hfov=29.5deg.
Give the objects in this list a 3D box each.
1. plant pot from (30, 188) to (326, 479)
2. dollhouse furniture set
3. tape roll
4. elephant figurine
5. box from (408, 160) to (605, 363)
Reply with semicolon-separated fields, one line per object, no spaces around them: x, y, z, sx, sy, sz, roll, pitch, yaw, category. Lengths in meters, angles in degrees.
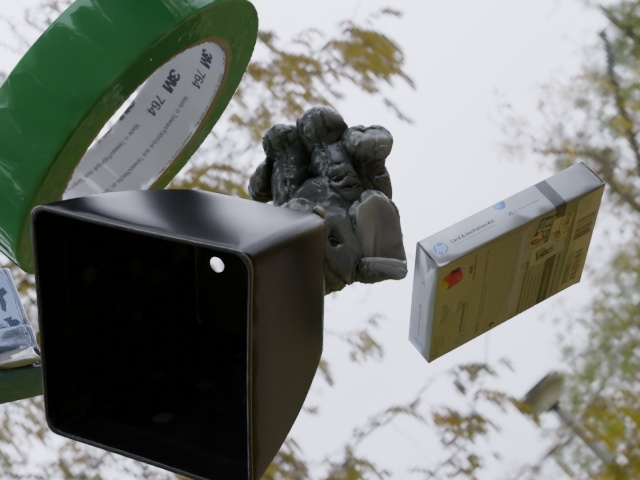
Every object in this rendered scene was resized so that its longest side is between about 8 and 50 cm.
-0.091;0.053;0.931;0.167;0.188;0.187;-34;-50;-56;plant pot
-0.486;0.047;1.512;0.303;0.286;0.198;-9;-43;-24;dollhouse furniture set
-0.187;-0.113;1.115;0.321;0.077;0.321;-49;-9;-11;tape roll
0.000;0.000;1.180;0.186;0.239;0.169;17;-48;-16;elephant figurine
0.169;0.022;1.122;0.186;0.038;0.145;-27;-36;-21;box
